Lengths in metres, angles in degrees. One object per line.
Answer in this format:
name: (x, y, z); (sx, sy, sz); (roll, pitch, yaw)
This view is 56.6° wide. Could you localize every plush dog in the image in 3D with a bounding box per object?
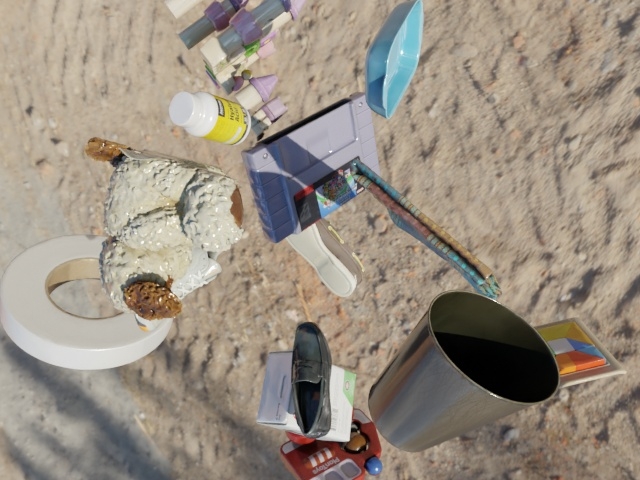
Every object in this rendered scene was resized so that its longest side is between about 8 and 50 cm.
plush dog: (-0.236, -0.006, 0.815); (0.262, 0.211, 0.225); (-145, 70, -68)

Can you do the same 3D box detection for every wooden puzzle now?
wooden puzzle: (0.617, 0.280, 1.525); (0.239, 0.221, 0.044); (-8, 120, -5)

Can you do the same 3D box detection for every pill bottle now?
pill bottle: (-0.159, -0.177, 0.856); (0.065, 0.116, 0.065); (-1, 88, 31)

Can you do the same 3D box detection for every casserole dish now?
casserole dish: (0.098, -0.246, 0.795); (0.037, 0.188, 0.114); (15, 141, 17)

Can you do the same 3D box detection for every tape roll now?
tape roll: (-0.533, 0.130, 1.392); (0.392, 0.392, 0.072); (36, 125, 19)

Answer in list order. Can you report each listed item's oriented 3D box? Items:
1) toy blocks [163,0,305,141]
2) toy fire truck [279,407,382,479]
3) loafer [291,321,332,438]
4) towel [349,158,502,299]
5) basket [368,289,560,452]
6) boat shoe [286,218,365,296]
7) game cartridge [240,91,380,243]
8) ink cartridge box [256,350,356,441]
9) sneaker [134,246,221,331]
toy blocks: (-0.123, -0.423, 1.254); (0.260, 0.288, 0.309); (-38, 97, -4)
toy fire truck: (0.042, 0.608, 1.708); (0.254, 0.302, 0.169); (39, 135, 44)
loafer: (-0.019, 0.263, 1.139); (0.076, 0.078, 0.223); (-11, 70, 18)
towel: (0.188, -0.002, 1.004); (0.271, 0.370, 0.040); (42, 96, 19)
basket: (0.178, 0.199, 0.840); (0.204, 0.154, 0.227); (24, 135, -12)
boat shoe: (0.000, 0.000, 1.617); (0.324, 0.097, 0.117); (51, 135, -2)
game cartridge: (-0.004, -0.167, 1.349); (0.068, 0.355, 0.230); (18, 133, 46)
ink cartridge box: (-0.025, 0.340, 1.291); (0.093, 0.212, 0.154); (-10, 61, 37)
sneaker: (-0.267, 0.067, 1.170); (0.121, 0.262, 0.099); (13, 147, 14)
